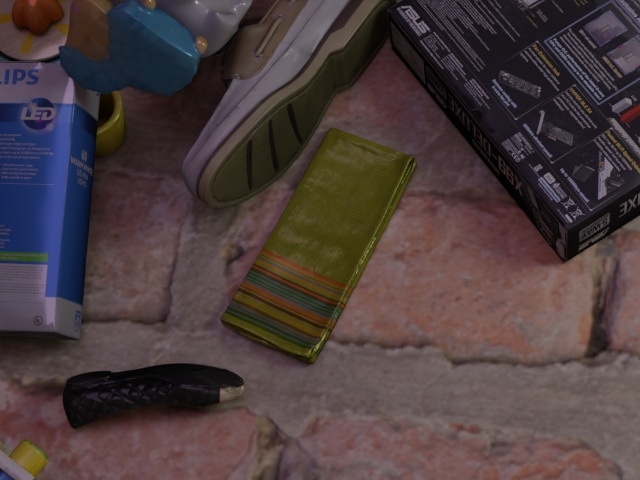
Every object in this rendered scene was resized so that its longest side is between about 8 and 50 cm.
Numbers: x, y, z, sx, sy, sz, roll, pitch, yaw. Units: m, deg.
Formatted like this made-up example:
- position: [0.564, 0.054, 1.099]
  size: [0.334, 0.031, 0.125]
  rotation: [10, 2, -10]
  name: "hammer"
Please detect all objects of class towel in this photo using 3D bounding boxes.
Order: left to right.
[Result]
- position: [0.000, 0.000, 1.554]
  size: [0.102, 0.021, 0.237]
  rotation: [23, 69, 16]
  name: "towel"

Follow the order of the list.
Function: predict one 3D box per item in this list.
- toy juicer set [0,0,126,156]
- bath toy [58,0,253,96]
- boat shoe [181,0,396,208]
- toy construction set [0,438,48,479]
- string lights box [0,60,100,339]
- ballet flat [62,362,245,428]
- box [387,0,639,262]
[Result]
- position: [-0.263, -0.254, 1.670]
  size: [0.209, 0.089, 0.329]
  rotation: [-40, 66, -12]
  name: "toy juicer set"
- position: [-0.125, -0.268, 1.582]
  size: [0.151, 0.129, 0.348]
  rotation: [44, 43, -8]
  name: "bath toy"
- position: [-0.049, -0.156, 1.592]
  size: [0.103, 0.113, 0.302]
  rotation: [30, 61, 20]
  name: "boat shoe"
- position: [-0.371, 0.151, 1.420]
  size: [0.151, 0.215, 0.328]
  rotation: [-37, 66, -11]
  name: "toy construction set"
- position: [-0.293, -0.038, 1.536]
  size: [0.133, 0.077, 0.260]
  rotation: [2, 81, 12]
  name: "string lights box"
- position: [-0.155, 0.145, 1.498]
  size: [0.173, 0.057, 0.049]
  rotation: [-4, 105, 6]
  name: "ballet flat"
- position: [0.248, -0.167, 1.572]
  size: [0.242, 0.076, 0.307]
  rotation: [-33, 65, -9]
  name: "box"
